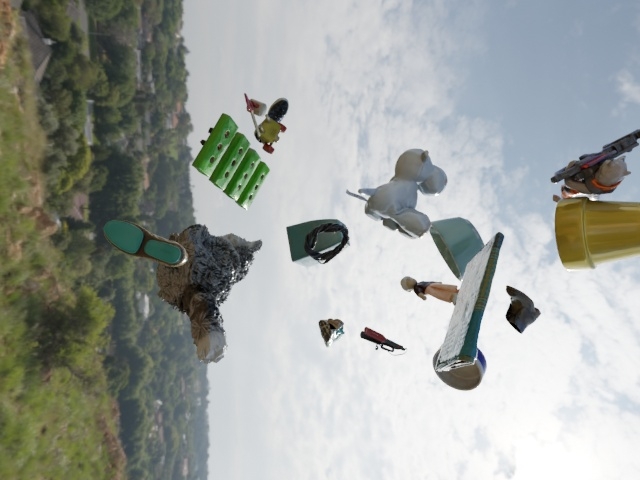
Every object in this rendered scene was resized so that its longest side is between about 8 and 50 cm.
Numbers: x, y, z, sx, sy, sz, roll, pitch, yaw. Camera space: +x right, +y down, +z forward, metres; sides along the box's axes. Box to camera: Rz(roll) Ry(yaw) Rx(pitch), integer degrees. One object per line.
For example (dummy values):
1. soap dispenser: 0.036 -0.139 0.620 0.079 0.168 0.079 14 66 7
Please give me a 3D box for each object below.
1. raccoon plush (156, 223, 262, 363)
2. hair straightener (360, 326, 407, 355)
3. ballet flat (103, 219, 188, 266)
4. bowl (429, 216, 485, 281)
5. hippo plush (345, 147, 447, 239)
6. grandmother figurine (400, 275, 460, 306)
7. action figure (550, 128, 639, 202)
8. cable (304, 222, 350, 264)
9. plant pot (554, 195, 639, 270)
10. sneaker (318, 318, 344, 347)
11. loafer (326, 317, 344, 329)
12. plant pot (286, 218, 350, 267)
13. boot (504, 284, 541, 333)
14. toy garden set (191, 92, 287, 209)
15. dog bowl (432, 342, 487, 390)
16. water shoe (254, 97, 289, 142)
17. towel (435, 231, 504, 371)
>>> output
1. raccoon plush: -0.271 0.149 1.203 0.216 0.299 0.445 -38 -123 30
2. hair straightener: 0.277 0.453 1.881 0.089 0.231 0.047 123 -15 -44
3. ballet flat: -0.396 0.013 0.976 0.073 0.206 0.067 -64 171 -9
4. bowl: 0.636 0.014 1.950 0.311 0.163 0.311 61 5 -9
5. hippo plush: 0.252 -0.165 1.324 0.236 0.294 0.234 -58 -164 -4
6. grandmother figurine: 0.586 0.258 2.281 0.343 0.208 0.103 11 -75 41
7. action figure: 0.955 -0.226 1.419 0.178 0.342 0.330 62 16 8
8. cable: 0.028 -0.001 1.645 0.150 0.185 0.047 48 8 -24
9. plant pot: 0.932 -0.028 1.395 0.239 0.254 0.253 -6 -94 43
10. sneaker: 0.056 0.417 1.985 0.275 0.110 0.106 84 -19 -67
11. loafer: 0.048 0.327 1.643 0.045 0.039 0.125 44 -25 -9
12. plant pot: 0.000 0.000 1.878 0.166 0.235 0.165 29 47 -63
13. boot: 0.721 0.256 1.554 0.106 0.219 0.082 -52 -153 -5
14. toy garden set: -0.158 -0.192 0.855 0.203 0.049 0.244 -62 165 -8
15. dog bowl: 0.740 0.659 2.264 0.265 0.104 0.264 17 -59 31
16. water shoe: -0.187 -0.478 1.716 0.203 0.073 0.080 -50 -139 19
17. towel: 0.425 0.185 1.204 0.271 0.040 0.369 91 22 -68
